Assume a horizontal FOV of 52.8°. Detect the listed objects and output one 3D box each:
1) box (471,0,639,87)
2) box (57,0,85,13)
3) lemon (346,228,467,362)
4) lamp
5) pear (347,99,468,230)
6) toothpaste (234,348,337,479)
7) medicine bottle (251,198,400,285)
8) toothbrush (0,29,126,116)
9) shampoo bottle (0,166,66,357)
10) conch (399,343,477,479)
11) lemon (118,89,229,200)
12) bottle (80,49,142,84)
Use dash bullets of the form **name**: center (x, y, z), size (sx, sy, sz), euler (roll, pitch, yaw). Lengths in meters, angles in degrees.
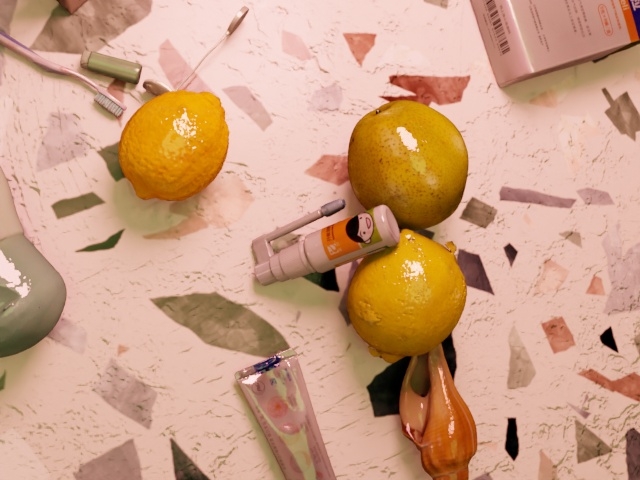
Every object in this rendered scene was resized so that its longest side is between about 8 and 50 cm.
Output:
- **box**: center (0.426, -0.404, 1.109), size (0.299, 0.106, 0.200), euler (-19, 93, -14)
- **box**: center (-0.320, -0.407, 0.857), size (0.058, 0.201, 0.141), euler (42, 75, -4)
- **lemon**: center (0.126, 0.086, 0.959), size (0.173, 0.173, 0.206), euler (18, 95, -13)
- **lamp**: center (-0.181, -0.286, 0.964), size (0.056, 0.050, 0.198), euler (39, 78, -8)
- **pear**: center (0.134, -0.114, 0.965), size (0.198, 0.198, 0.198), euler (1, 86, -15)
- **toothpaste**: center (-0.024, 0.328, 0.957), size (0.100, 0.066, 0.323), euler (-21, 87, -15)
- **medicine bottle**: center (0.000, 0.000, 0.937), size (0.221, 0.061, 0.092), euler (-22, 79, 21)
- **toothbrush**: center (-0.398, -0.259, 0.918), size (0.269, 0.021, 0.027), euler (32, 73, -10)
- **shampoo bottle**: center (-0.472, -0.004, 0.813), size (0.222, 0.151, 0.349), euler (-41, 98, -16)
- **conch**: center (0.185, 0.252, 1.008), size (0.093, 0.109, 0.330), euler (29, 52, -48)
- **lemon**: center (-0.198, -0.136, 0.903), size (0.142, 0.142, 0.187), euler (38, 71, -9)
- **bottle**: center (-0.304, -0.253, 0.938), size (0.083, 0.030, 0.030), euler (13, 82, -13)
